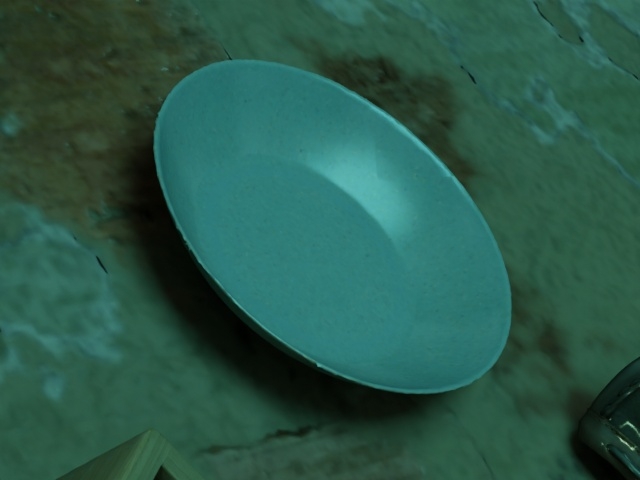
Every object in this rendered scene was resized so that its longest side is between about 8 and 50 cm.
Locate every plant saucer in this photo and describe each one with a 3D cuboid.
[{"bbox_3d":[0.000,0.000,0.913,0.195,0.037,0.195,25,40,-22],"label":"plant saucer"}]

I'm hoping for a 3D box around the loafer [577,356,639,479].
[{"bbox_3d":[0.229,0.163,0.937,0.267,0.084,0.096,53,7,10],"label":"loafer"}]

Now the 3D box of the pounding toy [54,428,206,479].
[{"bbox_3d":[-0.083,0.153,0.649,0.130,0.100,0.141,48,37,-16],"label":"pounding toy"}]
